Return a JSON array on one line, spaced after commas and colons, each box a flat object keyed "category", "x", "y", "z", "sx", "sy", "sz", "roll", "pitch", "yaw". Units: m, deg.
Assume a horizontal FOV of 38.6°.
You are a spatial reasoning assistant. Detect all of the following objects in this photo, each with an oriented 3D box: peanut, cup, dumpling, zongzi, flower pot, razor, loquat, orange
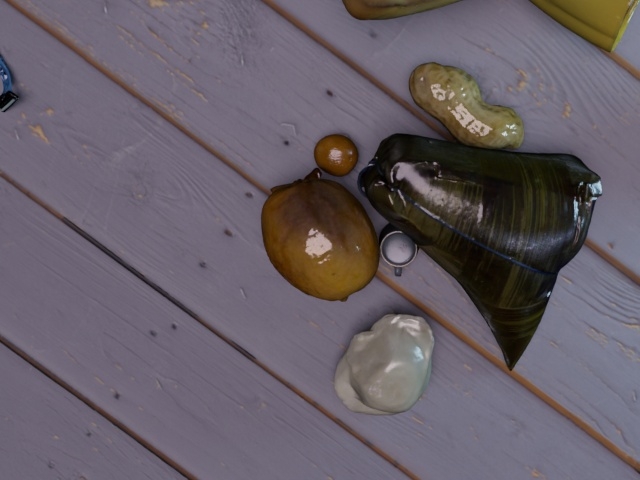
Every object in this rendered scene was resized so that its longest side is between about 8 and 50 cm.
[{"category": "peanut", "x": 0.254, "y": -0.228, "z": 1.593, "sx": 0.229, "sy": 0.098, "sz": 0.103, "roll": 39, "pitch": 106, "yaw": -5}, {"category": "cup", "x": 0.144, "y": 0.019, "z": 1.669, "sx": 0.078, "sy": 0.077, "sz": 0.100, "roll": 1, "pitch": 103, "yaw": 7}, {"category": "dumpling", "x": 0.121, "y": 0.235, "z": 1.695, "sx": 0.162, "sy": 0.132, "sz": 0.250, "roll": 20, "pitch": 119, "yaw": -7}, {"category": "zongzi", "x": 0.236, "y": 0.036, "z": 1.585, "sx": 0.404, "sy": 0.208, "sz": 0.432, "roll": 8, "pitch": 117, "yaw": -13}, {"category": "flower pot", "x": 0.439, "y": -0.430, "z": 1.489, "sx": 0.179, "sy": 0.195, "sz": 0.195, "roll": 27, "pitch": 104, "yaw": 12}, {"category": "razor", "x": -0.630, "y": -0.365, "z": 1.699, "sx": 0.082, "sy": 0.042, "sz": 0.253, "roll": -21, "pitch": 100, "yaw": 52}, {"category": "loquat", "x": 0.000, "y": 0.000, "z": 1.609, "sx": 0.193, "sy": 0.238, "sz": 0.238, "roll": -25, "pitch": 98, "yaw": 9}, {"category": "orange", "x": 0.027, "y": -0.153, "z": 1.649, "sx": 0.085, "sy": 0.085, "sz": 0.085, "roll": 1, "pitch": 102, "yaw": 7}]

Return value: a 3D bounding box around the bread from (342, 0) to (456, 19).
[{"category": "bread", "x": 0.158, "y": -0.559, "z": 1.452, "sx": 0.348, "sy": 0.253, "sz": 0.376, "roll": -18, "pitch": 100, "yaw": 7}]
